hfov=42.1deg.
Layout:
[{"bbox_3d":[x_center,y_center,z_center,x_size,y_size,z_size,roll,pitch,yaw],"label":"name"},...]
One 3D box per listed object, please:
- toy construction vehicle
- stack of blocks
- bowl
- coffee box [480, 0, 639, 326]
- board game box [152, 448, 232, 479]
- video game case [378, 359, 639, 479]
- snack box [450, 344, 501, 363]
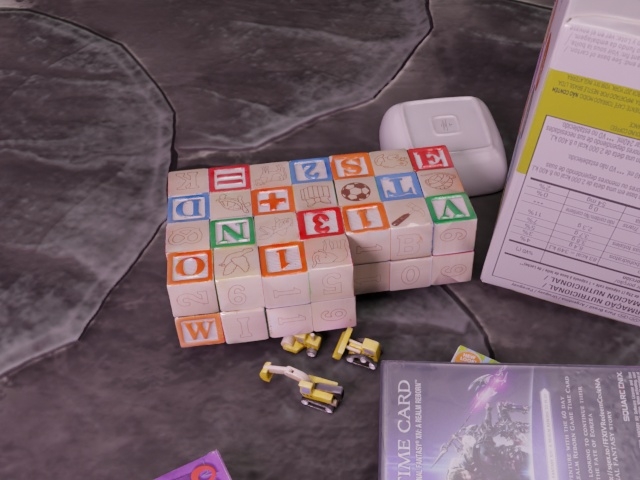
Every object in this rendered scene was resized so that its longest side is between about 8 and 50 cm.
[{"bbox_3d":[0.002,0.114,0.796,0.098,0.035,0.085,18,54,15],"label":"toy construction vehicle"},{"bbox_3d":[0.000,0.000,0.838,0.297,0.087,0.171,-7,42,-4],"label":"stack of blocks"},{"bbox_3d":[0.143,-0.117,0.967,0.142,0.053,0.142,-5,50,-3],"label":"bowl"},{"bbox_3d":[0.374,-0.131,0.789,0.338,0.334,0.337,16,53,10],"label":"coffee box"},{"bbox_3d":[-0.101,0.329,0.583,0.208,0.056,0.347,-25,44,-12],"label":"board game box"},{"bbox_3d":[0.185,0.194,0.684,0.274,0.026,0.196,0,56,6],"label":"video game case"},{"bbox_3d":[0.139,0.175,0.742,0.100,0.037,0.141,24,57,18],"label":"snack box"}]
